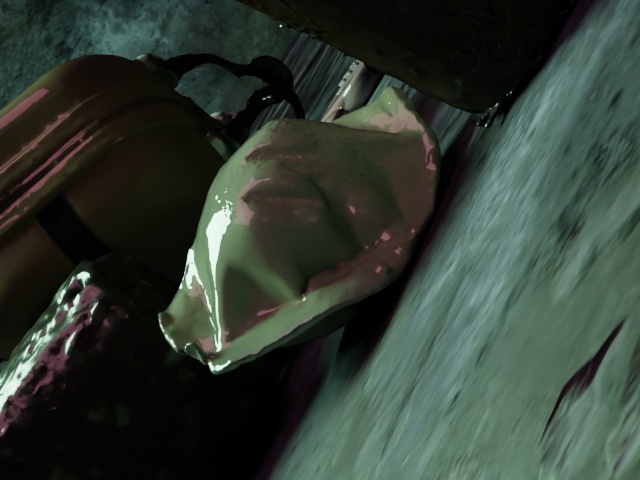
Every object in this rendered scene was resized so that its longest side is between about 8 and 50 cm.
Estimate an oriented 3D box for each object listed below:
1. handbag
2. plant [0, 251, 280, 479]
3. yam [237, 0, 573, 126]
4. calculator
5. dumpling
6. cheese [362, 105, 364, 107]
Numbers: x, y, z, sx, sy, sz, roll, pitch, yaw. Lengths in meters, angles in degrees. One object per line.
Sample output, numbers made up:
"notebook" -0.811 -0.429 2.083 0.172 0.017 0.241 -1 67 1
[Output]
"handbag" -0.122 -0.023 1.352 0.283 0.149 0.302 -45 -26 4
"plant" -0.176 0.168 1.196 0.321 0.194 0.181 -56 3 8
"yam" 0.005 -0.166 0.986 0.131 0.279 0.131 -56 17 28
"calculator" 0.039 -0.151 1.688 0.166 0.024 0.103 -61 7 -30
"dumpling" 0.000 -0.003 1.058 0.155 0.111 0.181 35 104 53
"cheese" 0.013 -0.065 1.541 0.047 0.017 0.111 -45 16 57
